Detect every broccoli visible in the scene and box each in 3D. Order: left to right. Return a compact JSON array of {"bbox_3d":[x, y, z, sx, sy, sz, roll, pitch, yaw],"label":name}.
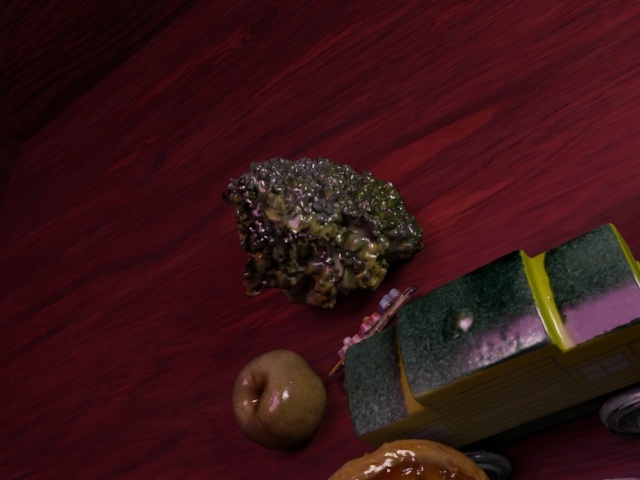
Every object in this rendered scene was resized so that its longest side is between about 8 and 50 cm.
[{"bbox_3d":[0.001,-0.024,1.197,0.324,0.334,0.272,-6,91,63],"label":"broccoli"}]

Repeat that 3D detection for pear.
[{"bbox_3d":[-0.067,0.267,1.147,0.167,0.136,0.167,-23,51,32],"label":"pear"}]

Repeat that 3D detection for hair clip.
[{"bbox_3d":[0.082,0.152,1.151,0.056,0.062,0.214,35,94,20],"label":"hair clip"}]

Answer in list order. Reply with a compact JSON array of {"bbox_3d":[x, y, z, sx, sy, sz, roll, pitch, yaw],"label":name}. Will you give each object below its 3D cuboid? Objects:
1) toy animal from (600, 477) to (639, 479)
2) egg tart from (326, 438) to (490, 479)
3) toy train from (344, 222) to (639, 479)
[{"bbox_3d":[0.307,0.358,0.722,0.178,0.127,0.193,-22,49,34],"label":"toy animal"},{"bbox_3d":[0.093,0.374,0.785,0.290,0.290,0.115,-63,9,-13],"label":"egg tart"},{"bbox_3d":[0.233,0.155,0.831,0.442,0.272,0.179,-30,41,25],"label":"toy train"}]
